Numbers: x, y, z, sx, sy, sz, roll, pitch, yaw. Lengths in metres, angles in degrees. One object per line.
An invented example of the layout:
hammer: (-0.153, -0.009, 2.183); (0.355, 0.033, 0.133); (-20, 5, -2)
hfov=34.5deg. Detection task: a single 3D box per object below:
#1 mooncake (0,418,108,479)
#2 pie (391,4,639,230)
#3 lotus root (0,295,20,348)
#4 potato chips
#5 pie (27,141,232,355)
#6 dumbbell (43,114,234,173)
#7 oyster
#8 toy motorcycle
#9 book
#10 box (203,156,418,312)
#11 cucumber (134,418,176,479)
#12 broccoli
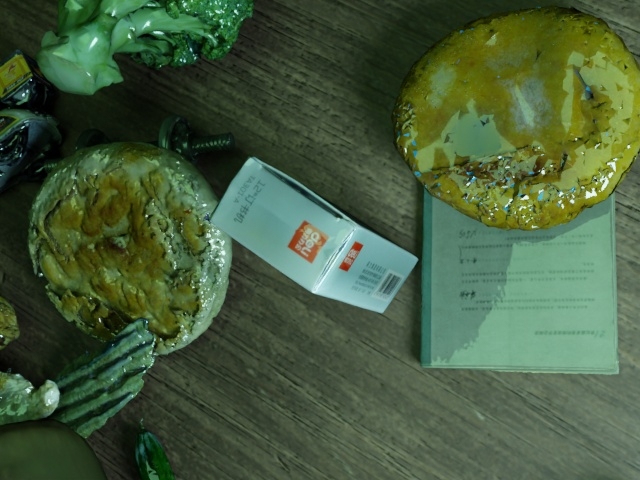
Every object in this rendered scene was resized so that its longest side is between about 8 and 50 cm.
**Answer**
mooncake: (-0.364, 0.319, 1.117); (0.284, 0.284, 0.155); (-37, 66, 9)
pie: (0.209, -0.132, 1.092); (0.274, 0.069, 0.273); (-5, 76, 21)
lotus root: (-0.460, 0.127, 1.274); (0.191, 0.108, 0.094); (-29, 77, 22)
potato chips: (-0.256, 0.169, 1.215); (0.207, 0.028, 0.091); (-34, 75, 27)
pie: (-0.225, 0.008, 1.201); (0.274, 0.055, 0.274); (6, 106, 21)
dumbbell: (-0.222, -0.105, 1.246); (0.254, 0.081, 0.081); (-6, 79, 18)
oyster: (-0.401, 0.207, 1.226); (0.191, 0.081, 0.163); (-31, 111, 11)
toy motorcycle: (-0.445, -0.107, 1.320); (0.263, 0.091, 0.157); (-35, 64, 8)
book: (0.212, 0.000, 1.113); (0.215, 0.025, 0.282); (0, 80, 19)
box: (0.000, 0.000, 1.054); (0.135, 0.269, 0.079); (33, 93, 19)
cucumber: (-0.183, 0.285, 1.188); (0.039, 0.039, 0.167); (-30, 75, 11)
broccoli: (-0.218, -0.285, 1.179); (0.270, 0.270, 0.270); (23, 63, 21)
